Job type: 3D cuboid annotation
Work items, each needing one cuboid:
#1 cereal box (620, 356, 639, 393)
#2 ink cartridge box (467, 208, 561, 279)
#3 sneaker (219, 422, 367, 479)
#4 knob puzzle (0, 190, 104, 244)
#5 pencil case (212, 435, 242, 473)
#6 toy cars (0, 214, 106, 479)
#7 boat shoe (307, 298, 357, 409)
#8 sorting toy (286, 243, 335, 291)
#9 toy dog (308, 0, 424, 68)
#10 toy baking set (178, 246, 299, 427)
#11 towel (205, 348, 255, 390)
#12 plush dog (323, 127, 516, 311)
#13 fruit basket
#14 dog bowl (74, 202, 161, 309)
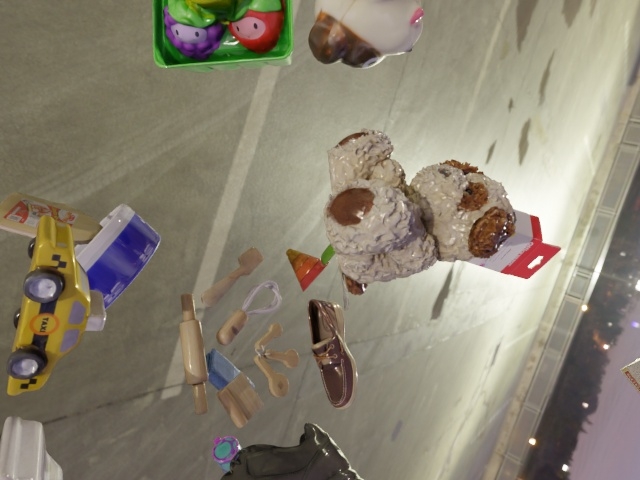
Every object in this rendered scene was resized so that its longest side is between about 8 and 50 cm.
[{"bbox_3d":[0.418,0.084,0.477,0.172,0.047,0.240,-31,153,0],"label":"cereal box"},{"bbox_3d":[0.388,-0.006,1.067,0.134,0.230,0.078,114,-9,-50],"label":"ink cartridge box"},{"bbox_3d":[-0.085,0.305,0.533,0.286,0.130,0.109,-13,139,-35],"label":"sneaker"},{"bbox_3d":[-0.515,-0.028,0.933,0.213,0.213,0.030,0,118,-58],"label":"knob puzzle"},{"bbox_3d":[-0.196,0.518,1.115,0.064,0.070,0.152,-35,130,-23],"label":"pencil case"},{"bbox_3d":[-0.286,0.173,0.505,0.087,0.176,0.395,11,67,-32],"label":"toy cars"},{"bbox_3d":[0.018,0.335,1.462,0.123,0.123,0.343,26,46,-44],"label":"boat shoe"},{"bbox_3d":[0.000,0.000,1.376,0.127,0.126,0.366,-44,173,-46],"label":"sorting toy"},{"bbox_3d":[0.074,-0.503,0.824,0.285,0.394,0.408,-55,149,-44],"label":"toy dog"},{"bbox_3d":[-0.123,0.137,0.717,0.196,0.030,0.257,-2,72,-49],"label":"toy baking set"},{"bbox_3d":[-0.161,0.249,0.849,0.029,0.067,0.119,-33,117,10],"label":"towel"},{"bbox_3d":[0.131,-0.023,0.619,0.263,0.225,0.211,-85,165,-59],"label":"plush dog"},{"bbox_3d":[-0.248,-0.576,1.165,0.392,0.391,0.284,-1,90,-58],"label":"fruit basket"},{"bbox_3d":[-0.456,0.053,0.988,0.104,0.264,0.265,45,65,-23],"label":"dog bowl"}]
